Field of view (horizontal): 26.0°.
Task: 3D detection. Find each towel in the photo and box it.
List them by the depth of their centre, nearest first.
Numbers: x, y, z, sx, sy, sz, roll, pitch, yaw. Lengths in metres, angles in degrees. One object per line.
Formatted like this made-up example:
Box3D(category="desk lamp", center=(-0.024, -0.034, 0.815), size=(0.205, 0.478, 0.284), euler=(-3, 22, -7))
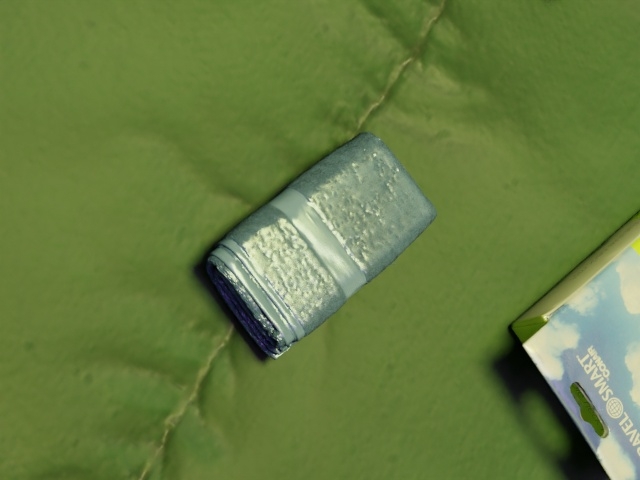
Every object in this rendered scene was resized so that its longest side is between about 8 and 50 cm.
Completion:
Box3D(category="towel", center=(0.000, 0.000, 0.713), size=(0.119, 0.029, 0.067), euler=(-39, 99, -24))

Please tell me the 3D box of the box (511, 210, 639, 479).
Box3D(category="box", center=(0.190, 0.050, 0.786), size=(0.178, 0.042, 0.109), euler=(-37, 97, -25))
